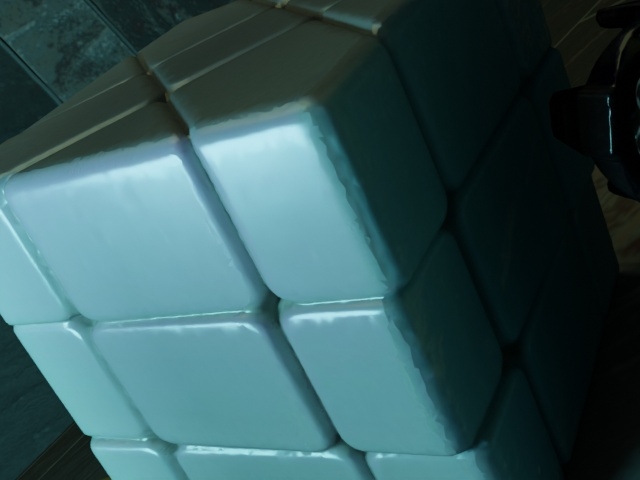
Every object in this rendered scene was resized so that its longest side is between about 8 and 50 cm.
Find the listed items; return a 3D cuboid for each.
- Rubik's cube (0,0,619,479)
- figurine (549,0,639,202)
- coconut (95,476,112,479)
[{"bbox_3d":[0.000,0.000,0.613,0.318,0.316,0.322,-9,28,34],"label":"Rubik's cube"},{"bbox_3d":[0.249,-0.059,0.399,0.308,0.143,0.309,-30,53,51],"label":"figurine"},{"bbox_3d":[-0.248,0.333,0.909,0.147,0.152,0.147,-44,8,8],"label":"coconut"}]
